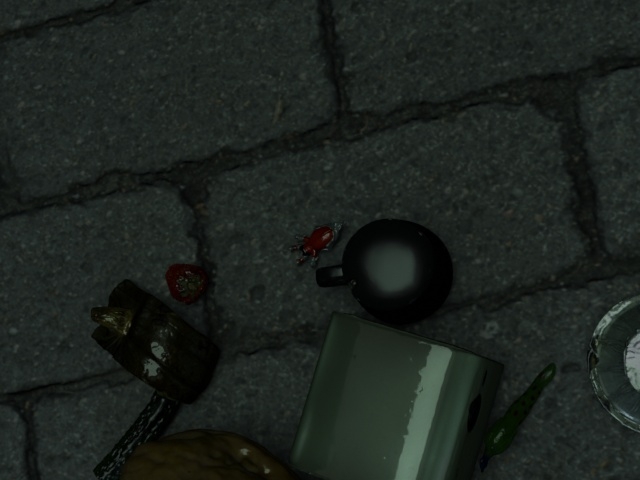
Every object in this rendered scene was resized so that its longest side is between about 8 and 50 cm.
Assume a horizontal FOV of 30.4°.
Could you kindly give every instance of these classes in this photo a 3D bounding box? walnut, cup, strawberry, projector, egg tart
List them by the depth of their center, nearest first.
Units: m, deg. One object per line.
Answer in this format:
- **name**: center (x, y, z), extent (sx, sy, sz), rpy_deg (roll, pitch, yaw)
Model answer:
- **projector**: center (0.119, 0.265, 1.807), extent (0.248, 0.248, 0.249), rpy_deg (15, 85, 22)
- **egg tart**: center (0.529, 0.187, 1.807), extent (0.234, 0.094, 0.234), rpy_deg (-2, 81, 11)
- **walnut**: center (-0.157, 0.446, 1.829), extent (0.344, 0.306, 0.306), rpy_deg (32, 89, 9)
- **cup**: center (0.096, 0.051, 1.894), extent (0.223, 0.176, 0.169), rpy_deg (-7, 82, 12)
- **strawberry**: center (-0.234, 0.070, 2.035), extent (0.083, 0.073, 0.073), rpy_deg (26, 87, 53)

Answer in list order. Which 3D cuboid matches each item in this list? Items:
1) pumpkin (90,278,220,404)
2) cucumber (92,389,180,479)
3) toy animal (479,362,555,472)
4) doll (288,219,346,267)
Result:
- **pumpkin**: center (-0.293, 0.163, 1.996), extent (0.248, 0.126, 0.131), rpy_deg (30, 87, 17)
- **cucumber**: center (-0.310, 0.336, 2.011), extent (0.058, 0.058, 0.187), rpy_deg (38, 90, 16)
- **toy animal**: center (0.305, 0.285, 1.869), extent (0.041, 0.075, 0.217), rpy_deg (37, 62, 14)
- **doll**: center (0.001, 0.000, 1.997), extent (0.114, 0.039, 0.057), rpy_deg (-33, 47, 15)
